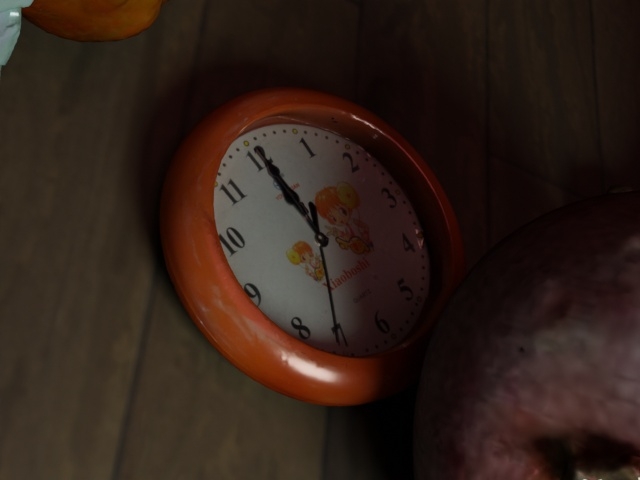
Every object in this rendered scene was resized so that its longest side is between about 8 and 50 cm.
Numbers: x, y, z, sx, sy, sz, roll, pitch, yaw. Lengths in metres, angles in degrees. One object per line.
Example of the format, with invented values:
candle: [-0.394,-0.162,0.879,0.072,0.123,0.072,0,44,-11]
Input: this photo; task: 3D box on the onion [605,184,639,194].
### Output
onion: [0.404,0.040,0.733,0.420,0.398,0.398,-2,60,9]

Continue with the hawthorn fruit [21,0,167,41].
hawthorn fruit: [-0.141,-0.205,0.560,0.189,0.189,0.189,16,58,-27]

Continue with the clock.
clock: [0.000,0.000,0.621,0.205,0.051,0.205,15,59,-26]

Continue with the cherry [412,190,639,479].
cherry: [0.177,0.100,0.572,0.307,0.221,0.261,-3,105,-50]

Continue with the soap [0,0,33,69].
soap: [-0.247,-0.070,0.436,0.091,0.145,0.230,47,44,8]
